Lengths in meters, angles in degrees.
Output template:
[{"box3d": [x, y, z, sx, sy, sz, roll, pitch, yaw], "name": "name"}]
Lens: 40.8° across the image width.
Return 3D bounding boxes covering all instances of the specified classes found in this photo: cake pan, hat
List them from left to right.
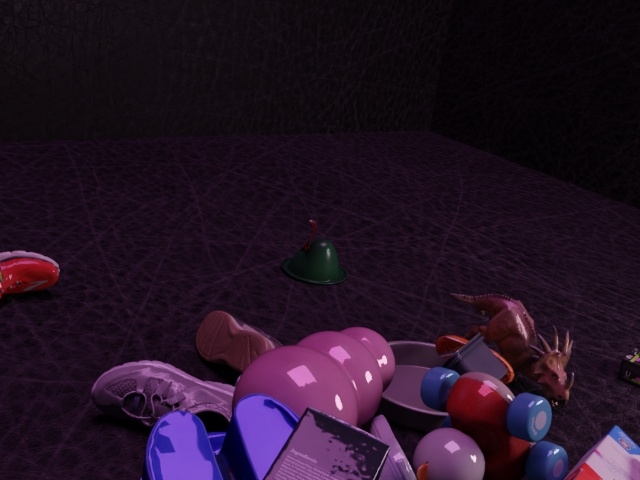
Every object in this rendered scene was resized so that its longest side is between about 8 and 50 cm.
[{"box3d": [0.000, 0.000, 2.199, 0.173, 0.183, 0.208, 0, 21, -24], "name": "hat"}, {"box3d": [0.209, 0.284, 1.680, 0.293, 0.054, 0.293, 7, 20, -3], "name": "cake pan"}]

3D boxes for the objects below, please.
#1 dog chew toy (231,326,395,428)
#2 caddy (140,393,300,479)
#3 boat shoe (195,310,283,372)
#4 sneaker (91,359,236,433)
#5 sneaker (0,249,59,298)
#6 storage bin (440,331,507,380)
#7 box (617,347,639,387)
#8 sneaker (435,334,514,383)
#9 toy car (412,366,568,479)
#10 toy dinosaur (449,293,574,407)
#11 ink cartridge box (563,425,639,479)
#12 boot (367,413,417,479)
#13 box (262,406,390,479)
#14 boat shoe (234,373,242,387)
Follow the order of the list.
[{"box3d": [0.009, 0.245, 1.434, 0.207, 0.206, 0.332, 21, 29, 31], "name": "dog chew toy"}, {"box3d": [-0.107, 0.367, 1.117, 0.241, 0.179, 0.341, -9, 43, -22], "name": "caddy"}, {"box3d": [-0.153, 0.211, 1.688, 0.092, 0.102, 0.285, 32, -12, -32], "name": "boat shoe"}, {"box3d": [-0.247, 0.277, 1.439, 0.281, 0.105, 0.115, 8, 19, -1], "name": "sneaker"}, {"box3d": [-0.691, 0.098, 1.818, 0.279, 0.107, 0.118, -5, 42, -25], "name": "sneaker"}, {"box3d": [0.282, 0.249, 1.612, 0.091, 0.098, 0.135, 46, 32, 16], "name": "storage bin"}, {"box3d": [0.700, 0.280, 1.894, 0.062, 0.052, 0.083, 21, 22, 33], "name": "box"}, {"box3d": [0.313, 0.229, 1.708, 0.175, 0.064, 0.067, 28, 17, 38], "name": "sneaker"}, {"box3d": [0.229, 0.353, 1.380, 0.219, 0.210, 0.238, 11, 45, 48], "name": "toy car"}, {"box3d": [0.407, 0.194, 1.773, 0.127, 0.295, 0.200, -37, 2, -31], "name": "toy dinosaur"}, {"box3d": [0.454, 0.400, 1.347, 0.134, 0.078, 0.231, 46, 34, 18], "name": "ink cartridge box"}, {"box3d": [0.071, 0.355, 1.371, 0.123, 0.095, 0.258, -26, -2, -2], "name": "boot"}, {"box3d": [-0.020, 0.315, 0.941, 0.108, 0.153, 0.207, 23, 42, 13], "name": "box"}, {"box3d": [-0.047, 0.272, 1.573, 0.226, 0.075, 0.083, 4, 48, -13], "name": "boat shoe"}]
